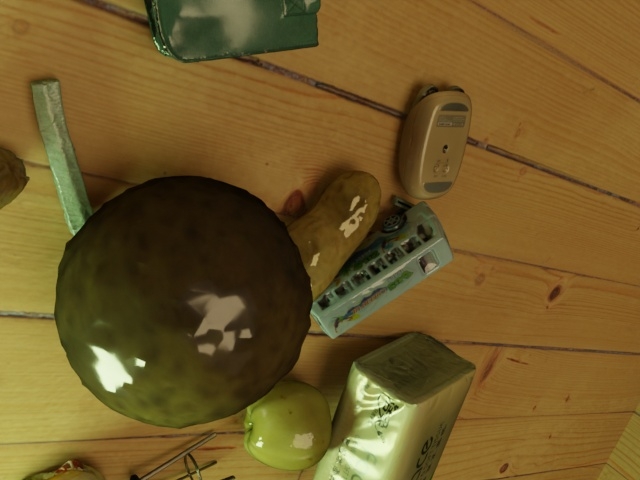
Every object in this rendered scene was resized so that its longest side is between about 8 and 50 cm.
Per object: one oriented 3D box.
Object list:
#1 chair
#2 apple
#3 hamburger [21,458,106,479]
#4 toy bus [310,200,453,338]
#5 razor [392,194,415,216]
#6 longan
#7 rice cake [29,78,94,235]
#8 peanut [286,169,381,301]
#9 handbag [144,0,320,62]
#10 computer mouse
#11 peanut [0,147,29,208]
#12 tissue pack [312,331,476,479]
[{"bbox_3d":[-0.297,0.482,1.310,0.222,0.104,0.095,-22,99,-30],"label":"chair"},{"bbox_3d":[-0.065,0.387,1.358,0.200,0.200,0.200,-16,122,-28],"label":"apple"},{"bbox_3d":[-0.487,0.496,1.168,0.210,0.116,0.173,-35,137,-20],"label":"hamburger"},{"bbox_3d":[0.115,0.059,1.316,0.330,0.136,0.109,-34,125,-2],"label":"toy bus"},{"bbox_3d":[0.140,0.008,1.403,0.084,0.036,0.211,23,105,-28],"label":"razor"},{"bbox_3d":[-0.201,0.087,0.997,0.391,0.391,0.391,-16,122,-28],"label":"longan"},{"bbox_3d":[-0.380,-0.118,0.959,0.045,0.042,0.245,-19,124,-23],"label":"rice cake"},{"bbox_3d":[0.000,0.000,1.226,0.319,0.147,0.147,-50,131,1],"label":"peanut"},{"bbox_3d":[-0.136,-0.405,0.948,0.274,0.100,0.268,-21,120,-26],"label":"handbag"},{"bbox_3d":[0.231,-0.199,1.319,0.145,0.082,0.236,-7,116,-31],"label":"computer mouse"},{"bbox_3d":[-0.505,-0.056,0.879,0.214,0.099,0.099,-31,128,-11],"label":"peanut"},{"bbox_3d":[0.164,0.454,1.492,0.332,0.205,0.404,-9,119,-53],"label":"tissue pack"}]
